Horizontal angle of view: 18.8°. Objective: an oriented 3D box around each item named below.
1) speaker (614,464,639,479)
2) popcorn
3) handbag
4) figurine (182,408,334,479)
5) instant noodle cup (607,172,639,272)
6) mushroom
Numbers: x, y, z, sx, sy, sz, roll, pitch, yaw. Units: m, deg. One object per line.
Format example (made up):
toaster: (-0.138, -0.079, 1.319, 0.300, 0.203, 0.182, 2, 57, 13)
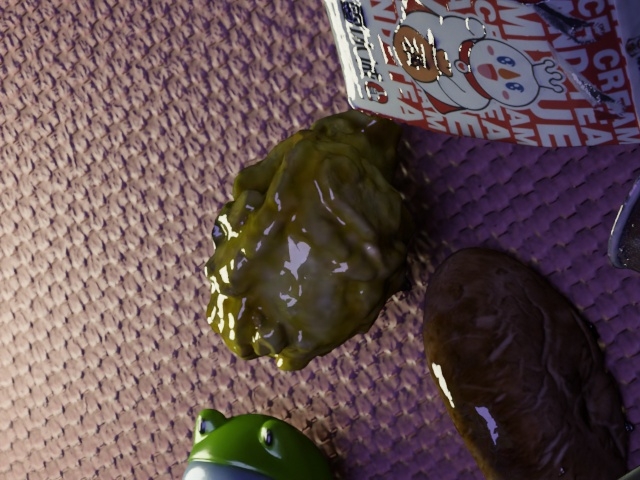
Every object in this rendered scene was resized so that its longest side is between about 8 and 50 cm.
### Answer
speaker: (0.365, 0.217, 1.583, 0.153, 0.231, 0.192, -39, 77, 33)
popcorn: (0.000, 0.000, 1.815, 0.192, 0.233, 0.266, 28, 81, 1)
handbag: (0.154, -0.172, 1.521, 0.298, 0.151, 0.171, 19, 140, 38)
figurine: (-0.057, 0.290, 1.947, 0.162, 0.143, 0.263, 9, 121, 39)
instant noodle cup: (0.374, -0.005, 1.542, 0.207, 0.217, 0.217, 40, 118, 23)
mushroom: (0.167, 0.142, 1.751, 0.156, 0.151, 0.285, -32, 81, 32)
